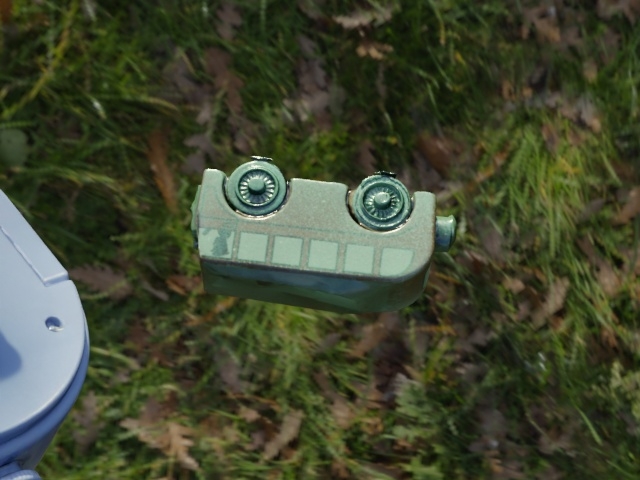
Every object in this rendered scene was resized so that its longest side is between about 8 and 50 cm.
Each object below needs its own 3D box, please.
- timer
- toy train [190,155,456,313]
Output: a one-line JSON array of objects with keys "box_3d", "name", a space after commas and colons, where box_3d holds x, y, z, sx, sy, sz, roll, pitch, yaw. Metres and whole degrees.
[{"box_3d": [-0.408, 0.121, 1.267, 0.395, 0.395, 0.173, 50, 129, 19], "name": "timer"}, {"box_3d": [0.000, 0.000, 1.577, 0.326, 0.129, 0.159, 6, 69, 1], "name": "toy train"}]
